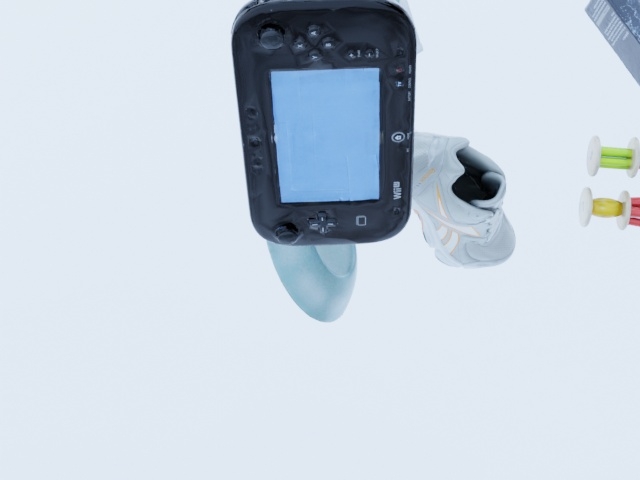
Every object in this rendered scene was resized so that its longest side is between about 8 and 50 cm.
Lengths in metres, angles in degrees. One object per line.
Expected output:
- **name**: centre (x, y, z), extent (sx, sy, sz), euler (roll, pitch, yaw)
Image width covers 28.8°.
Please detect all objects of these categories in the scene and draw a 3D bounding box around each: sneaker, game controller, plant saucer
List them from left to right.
- **plant saucer**: centre (0.000, 0.000, 1.491), extent (0.037, 0.195, 0.195), euler (-20, -132, 28)
- **game controller**: centre (0.007, -0.107, 1.196), extent (0.166, 0.319, 0.067), euler (5, -130, 7)
- **sneaker**: centre (0.173, -0.038, 1.424), extent (0.121, 0.262, 0.099), euler (5, -112, 40)

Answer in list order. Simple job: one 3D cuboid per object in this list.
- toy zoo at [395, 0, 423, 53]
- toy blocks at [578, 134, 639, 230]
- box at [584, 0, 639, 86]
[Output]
- **toy zoo**: centre (0.047, -0.373, 2.002), extent (0.192, 0.030, 0.293), euler (-17, -89, -16)
- **toy blocks**: centre (0.412, -0.070, 1.586), extent (0.148, 0.123, 0.054), euler (4, -158, -2)
- **box**: centre (0.483, -0.315, 1.737), extent (0.156, 0.093, 0.158), euler (-33, -99, -7)
